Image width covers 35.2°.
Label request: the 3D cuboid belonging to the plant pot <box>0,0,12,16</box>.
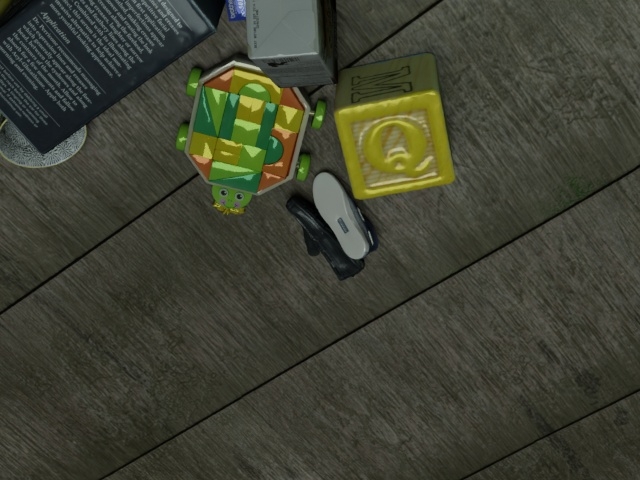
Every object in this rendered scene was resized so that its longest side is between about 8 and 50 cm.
[{"bbox_3d":[-0.595,-0.469,1.809,0.095,0.134,0.134,-37,114,-5],"label":"plant pot"}]

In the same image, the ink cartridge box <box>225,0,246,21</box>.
[{"bbox_3d":[-0.131,-0.457,1.733,0.046,0.207,0.097,-5,120,6],"label":"ink cartridge box"}]

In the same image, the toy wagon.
[{"bbox_3d":[-0.147,-0.187,1.971,0.267,0.068,0.344,14,120,-5],"label":"toy wagon"}]

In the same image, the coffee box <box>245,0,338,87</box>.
[{"bbox_3d":[-0.043,-0.366,1.707,0.118,0.297,0.168,-3,90,7],"label":"coffee box"}]

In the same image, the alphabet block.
[{"bbox_3d":[0.138,-0.214,1.865,0.193,0.197,0.192,-11,118,10],"label":"alphabet block"}]

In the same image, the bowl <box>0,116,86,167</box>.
[{"bbox_3d":[-0.544,-0.227,1.948,0.170,0.080,0.170,-15,145,-11],"label":"bowl"}]

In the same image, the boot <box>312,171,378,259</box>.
[{"bbox_3d":[0.051,-0.053,2.045,0.069,0.086,0.190,-25,88,25],"label":"boot"}]

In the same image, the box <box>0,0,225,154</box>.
[{"bbox_3d":[-0.373,-0.382,1.741,0.395,0.293,0.212,-31,114,19],"label":"box"}]

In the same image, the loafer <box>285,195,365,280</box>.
[{"bbox_3d":[0.000,0.000,2.066,0.078,0.076,0.223,-38,115,14],"label":"loafer"}]
